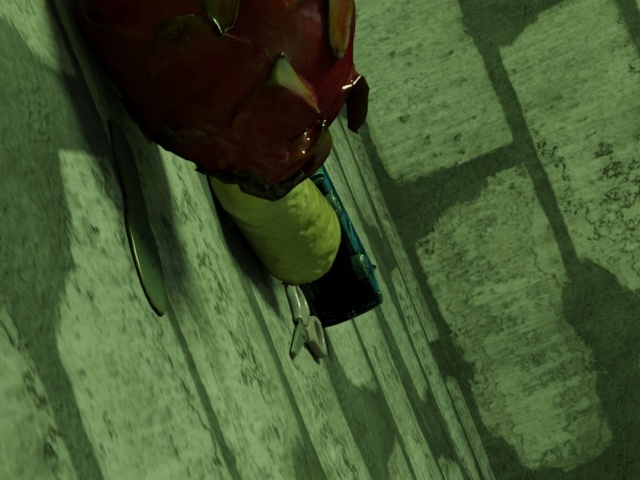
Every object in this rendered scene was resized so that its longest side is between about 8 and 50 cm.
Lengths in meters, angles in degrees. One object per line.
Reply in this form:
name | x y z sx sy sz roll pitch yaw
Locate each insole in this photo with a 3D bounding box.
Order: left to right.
insole | -0.141 -0.020 1.209 0.064 0.004 0.188 60 11 -54

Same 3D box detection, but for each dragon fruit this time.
dragon fruit | -0.086 -0.191 1.298 0.315 0.250 0.250 53 -4 38

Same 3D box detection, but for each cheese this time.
cheese | -0.045 -0.038 1.611 0.167 0.094 0.123 57 15 -54

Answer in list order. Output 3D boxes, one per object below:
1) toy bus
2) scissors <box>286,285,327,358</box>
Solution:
toy bus | 0.000 0.000 1.843 0.106 0.090 0.184 -102 167 -64
scissors | -0.021 0.100 1.704 0.189 0.015 0.100 -64 130 -77
